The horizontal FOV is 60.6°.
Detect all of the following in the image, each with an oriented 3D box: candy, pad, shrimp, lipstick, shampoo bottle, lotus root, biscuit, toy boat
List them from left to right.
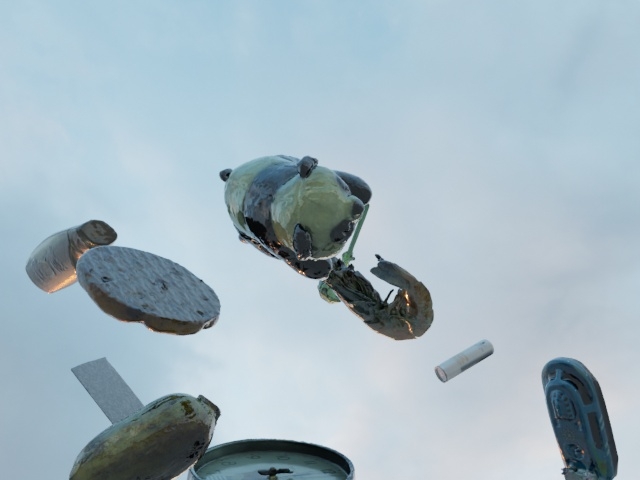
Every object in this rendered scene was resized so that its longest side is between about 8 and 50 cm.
[{"bbox_3d":[-0.592,0.034,1.297,0.350,0.084,0.126,-22,-69,42],"label":"shampoo bottle"},{"bbox_3d":[-0.388,0.331,1.083,0.003,0.158,0.235,-40,-95,-1],"label":"pad"},{"bbox_3d":[-0.238,0.068,0.767,0.212,0.212,0.036,21,-77,-27],"label":"biscuit"},{"bbox_3d":[-0.194,0.238,0.631,0.179,0.080,0.089,-25,-71,-34],"label":"lotus root"},{"bbox_3d":[0.065,0.032,1.343,0.083,0.091,0.305,11,-57,-13],"label":"candy"},{"bbox_3d":[0.107,0.096,1.071,0.289,0.075,0.178,45,-48,-6],"label":"shrimp"},{"bbox_3d":[0.309,0.255,1.169,0.141,0.040,0.040,-22,-47,-24],"label":"lipstick"},{"bbox_3d":[0.587,0.427,1.276,0.092,0.299,0.134,-17,1,-39],"label":"toy boat"}]

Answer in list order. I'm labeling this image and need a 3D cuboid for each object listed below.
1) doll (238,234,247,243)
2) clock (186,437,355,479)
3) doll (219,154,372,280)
[{"bbox_3d":[-0.126,-0.004,1.237,0.125,0.027,0.037,3,-29,13],"label":"doll"},{"bbox_3d":[-0.092,0.452,1.033,0.325,0.325,0.067,3,-93,-16],"label":"clock"},{"bbox_3d":[-0.033,-0.037,0.687,0.135,0.234,0.144,23,-89,-38],"label":"doll"}]
